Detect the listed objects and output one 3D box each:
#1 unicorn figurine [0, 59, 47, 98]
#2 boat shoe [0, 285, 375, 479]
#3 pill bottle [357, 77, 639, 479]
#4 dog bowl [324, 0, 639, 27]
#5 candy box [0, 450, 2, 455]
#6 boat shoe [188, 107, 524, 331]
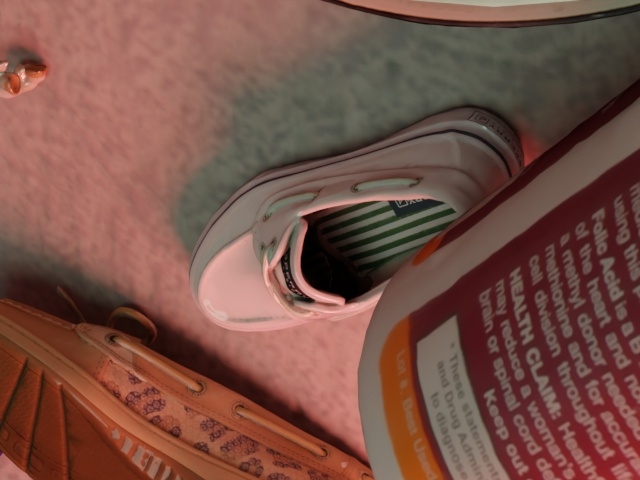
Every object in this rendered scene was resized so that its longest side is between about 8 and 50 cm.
[{"bbox_3d":[-0.210,-0.102,0.952,0.111,0.060,0.162,3,107,28],"label":"unicorn figurine"},{"bbox_3d":[-0.095,0.113,1.024,0.285,0.089,0.105,33,138,8],"label":"boat shoe"},{"bbox_3d":[0.211,0.009,0.647,0.224,0.224,0.392,45,134,-7],"label":"pill bottle"},{"bbox_3d":[0.054,-0.283,0.576,0.408,0.150,0.408,10,128,13],"label":"dog bowl"},{"bbox_3d":[-0.376,0.057,1.107,0.268,0.122,0.317,-28,105,40],"label":"candy box"},{"bbox_3d":[0.000,0.000,0.890,0.226,0.076,0.083,-32,104,40],"label":"boat shoe"}]
